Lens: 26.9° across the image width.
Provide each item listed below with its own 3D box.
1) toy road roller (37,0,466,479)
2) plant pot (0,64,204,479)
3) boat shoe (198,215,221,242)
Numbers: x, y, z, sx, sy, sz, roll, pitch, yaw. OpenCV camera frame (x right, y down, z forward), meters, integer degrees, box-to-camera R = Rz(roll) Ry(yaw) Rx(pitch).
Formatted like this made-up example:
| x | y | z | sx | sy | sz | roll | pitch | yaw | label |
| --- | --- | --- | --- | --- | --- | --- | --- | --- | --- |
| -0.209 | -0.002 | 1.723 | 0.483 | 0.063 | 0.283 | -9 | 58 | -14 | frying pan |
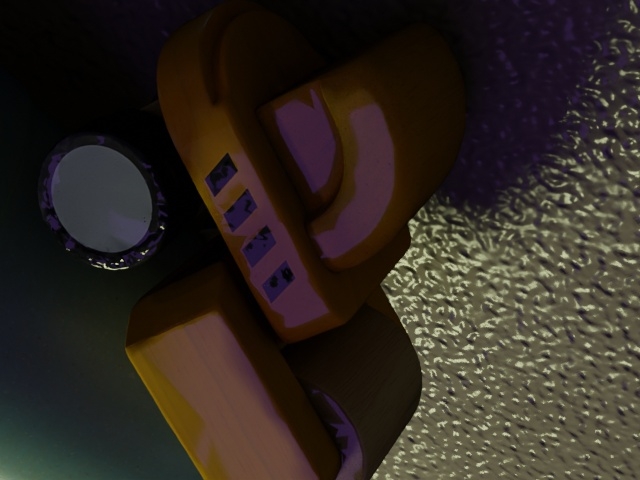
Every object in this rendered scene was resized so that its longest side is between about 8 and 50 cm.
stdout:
| x | y | z | sx | sy | sz | roll | pitch | yaw | label |
| --- | --- | --- | --- | --- | --- | --- | --- | --- | --- |
| 0.000 | 0.000 | 0.874 | 0.240 | 0.202 | 0.329 | -23 | 100 | 28 | toy road roller |
| -0.243 | 0.054 | 1.001 | 0.334 | 0.341 | 0.341 | 35 | 142 | -30 | plant pot |
| -0.035 | -0.012 | 1.042 | 0.133 | 0.042 | 0.049 | -2 | 157 | 33 | boat shoe |
